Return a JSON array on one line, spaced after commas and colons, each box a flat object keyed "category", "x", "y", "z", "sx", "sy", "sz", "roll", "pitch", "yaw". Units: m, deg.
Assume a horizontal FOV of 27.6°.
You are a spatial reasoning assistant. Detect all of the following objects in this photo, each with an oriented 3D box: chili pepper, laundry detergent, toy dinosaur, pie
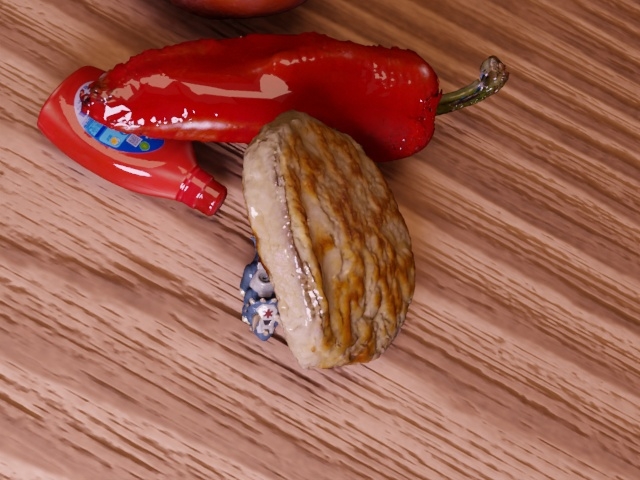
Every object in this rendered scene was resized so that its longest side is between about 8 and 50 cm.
[{"category": "chili pepper", "x": -0.015, "y": -0.122, "z": 1.108, "sx": 0.388, "sy": 0.110, "sz": 0.110, "roll": 1, "pitch": 57, "yaw": -25}, {"category": "laundry detergent", "x": -0.148, "y": -0.078, "z": 1.090, "sx": 0.165, "sy": 0.049, "sz": 0.097, "roll": 33, "pitch": 49, "yaw": 3}, {"category": "toy dinosaur", "x": -0.046, "y": 0.039, "z": 1.041, "sx": 0.031, "sy": 0.047, "sz": 0.083, "roll": 1, "pitch": 59, "yaw": -14}, {"category": "pie", "x": 0.000, "y": 0.000, "z": 1.017, "sx": 0.179, "sy": 0.084, "sz": 0.205, "roll": -19, "pitch": 89, "yaw": -61}]

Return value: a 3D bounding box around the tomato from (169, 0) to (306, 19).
[{"category": "tomato", "x": -0.076, "y": -0.293, "z": 1.164, "sx": 0.208, "sy": 0.184, "sz": 0.208, "roll": 5, "pitch": 63, "yaw": -10}]
